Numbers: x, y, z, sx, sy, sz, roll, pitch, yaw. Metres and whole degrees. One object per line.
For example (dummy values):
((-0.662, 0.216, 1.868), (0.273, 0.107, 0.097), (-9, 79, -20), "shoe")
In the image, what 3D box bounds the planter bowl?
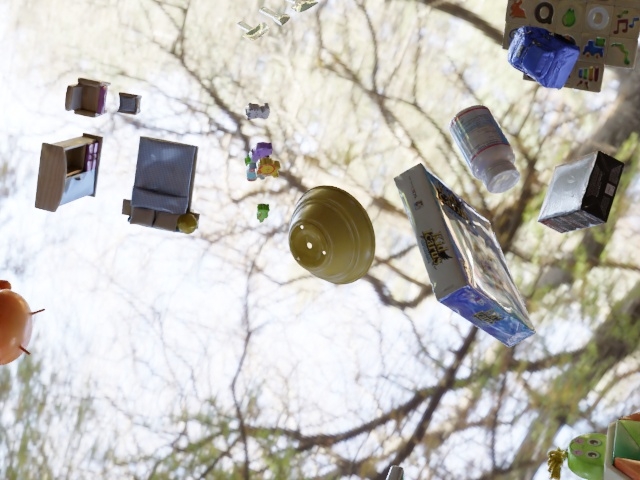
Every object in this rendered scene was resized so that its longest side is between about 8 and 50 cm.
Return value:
((0.000, 0.000, 1.967), (0.217, 0.217, 0.090), (37, -146, 23), "planter bowl")

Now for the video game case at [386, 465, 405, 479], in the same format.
((0.101, 0.484, 1.440), (0.023, 0.193, 0.212), (2, -148, 20), "video game case")

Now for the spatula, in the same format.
((-0.110, -0.501, 2.119), (0.019, 0.168, 0.242), (56, 177, -27), "spatula")

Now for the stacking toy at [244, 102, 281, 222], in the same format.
((-0.134, -0.164, 2.024), (0.052, 0.221, 0.167), (-3, -120, -14), "stacking toy")

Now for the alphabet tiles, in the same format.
((0.503, -0.476, 1.896), (0.285, 0.342, 0.011), (17, -158, 34), "alphabet tiles")

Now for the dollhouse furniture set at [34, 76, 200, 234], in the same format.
((-0.388, -0.161, 1.953), (0.303, 0.286, 0.198), (13, -165, 8), "dollhouse furniture set")

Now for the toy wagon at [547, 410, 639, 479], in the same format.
((0.481, 0.306, 1.287), (0.344, 0.068, 0.267), (5, -158, 19), "toy wagon")

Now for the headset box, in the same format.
((0.243, -0.044, 0.902), (0.032, 0.083, 0.062), (25, -104, -15), "headset box")

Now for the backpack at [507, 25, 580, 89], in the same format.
((0.417, -0.360, 1.830), (0.101, 0.098, 0.120), (3, -148, -43), "backpack")

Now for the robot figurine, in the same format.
((-0.560, 0.135, 1.530), (0.219, 0.128, 0.158), (6, -170, 2), "robot figurine")

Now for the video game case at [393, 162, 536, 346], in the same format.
((0.242, 0.027, 1.590), (0.269, 0.061, 0.244), (32, -147, -49), "video game case")

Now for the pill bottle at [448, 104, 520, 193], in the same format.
((0.304, -0.167, 1.755), (0.087, 0.087, 0.160), (0, -128, -30), "pill bottle")
